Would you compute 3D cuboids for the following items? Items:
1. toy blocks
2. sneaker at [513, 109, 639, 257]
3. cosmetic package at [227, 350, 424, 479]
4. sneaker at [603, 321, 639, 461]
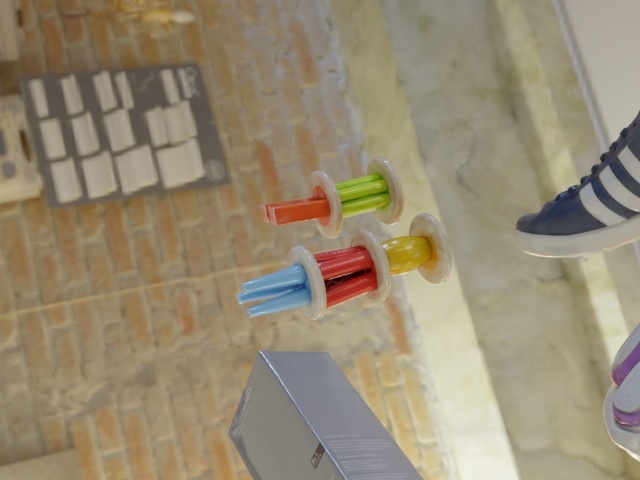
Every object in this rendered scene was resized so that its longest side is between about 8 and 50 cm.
[{"bbox_3d":[0.000,0.000,0.686,0.123,0.148,0.054,55,-30,40],"label":"toy blocks"},{"bbox_3d":[0.323,-0.075,0.952,0.350,0.131,0.148,-17,-93,53],"label":"sneaker"},{"bbox_3d":[0.000,0.231,1.028,0.238,0.107,0.127,44,-58,48],"label":"cosmetic package"},{"bbox_3d":[0.283,0.070,0.593,0.152,0.305,0.114,45,-51,19],"label":"sneaker"}]
